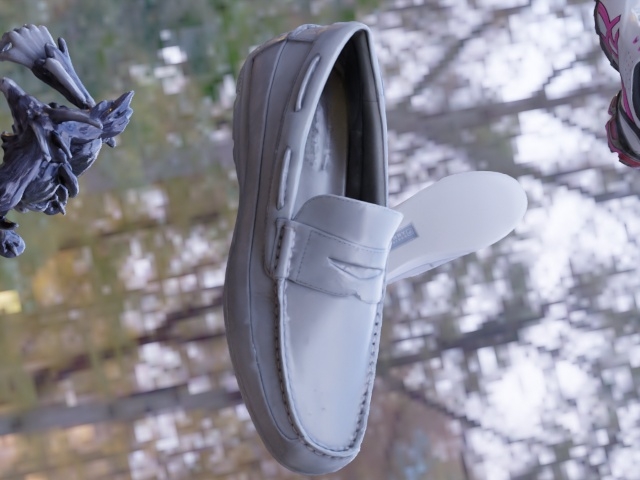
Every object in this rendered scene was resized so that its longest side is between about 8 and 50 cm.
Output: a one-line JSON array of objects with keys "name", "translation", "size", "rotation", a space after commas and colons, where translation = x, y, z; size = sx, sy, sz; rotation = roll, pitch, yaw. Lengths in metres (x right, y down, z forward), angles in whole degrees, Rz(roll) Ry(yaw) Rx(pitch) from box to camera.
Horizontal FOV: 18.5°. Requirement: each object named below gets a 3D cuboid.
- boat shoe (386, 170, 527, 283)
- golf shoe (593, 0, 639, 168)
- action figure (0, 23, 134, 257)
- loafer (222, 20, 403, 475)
[{"name": "boat shoe", "translation": [0.079, -0.001, 1.600], "size": [0.066, 0.184, 0.063], "rotation": [60, -6, 3]}, {"name": "golf shoe", "translation": [0.279, -0.159, 1.666], "size": [0.086, 0.067, 0.186], "rotation": [132, -44, -67]}, {"name": "action figure", "translation": [-0.247, -0.078, 1.577], "size": [0.141, 0.164, 0.275], "rotation": [48, -21, 0]}, {"name": "loafer", "translation": [0.000, 0.000, 1.363], "size": [0.111, 0.112, 0.320], "rotation": [-19, -111, 46]}]
